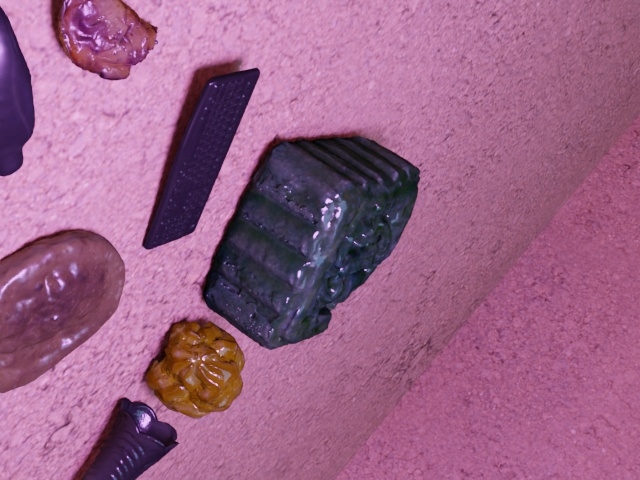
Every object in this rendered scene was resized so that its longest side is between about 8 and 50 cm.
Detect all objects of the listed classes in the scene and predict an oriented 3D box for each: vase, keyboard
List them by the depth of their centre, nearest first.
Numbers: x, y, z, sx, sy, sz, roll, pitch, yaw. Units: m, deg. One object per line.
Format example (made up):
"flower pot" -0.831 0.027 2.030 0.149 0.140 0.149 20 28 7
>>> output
"keyboard" -0.137 -0.142 1.232 0.103 0.041 0.381 -25 143 -49
"vase" -0.328 0.364 1.498 0.237 0.115 0.115 -51 157 5

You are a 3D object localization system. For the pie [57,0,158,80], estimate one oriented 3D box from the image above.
"pie" -0.218 -0.212 0.997 0.092 0.034 0.170 -58 157 0

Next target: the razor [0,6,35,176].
"razor" -0.388 -0.069 0.769 0.349 0.113 0.204 -40 154 -34

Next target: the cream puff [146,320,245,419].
"cream puff" -0.187 0.197 1.500 0.156 0.121 0.156 -36 150 -24

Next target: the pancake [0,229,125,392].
"pancake" -0.327 0.093 1.184 0.242 0.050 0.241 -41 153 -26

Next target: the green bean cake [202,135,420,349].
"green bean cake" 0.000 0.000 1.529 0.308 0.169 0.300 -16 136 -57
